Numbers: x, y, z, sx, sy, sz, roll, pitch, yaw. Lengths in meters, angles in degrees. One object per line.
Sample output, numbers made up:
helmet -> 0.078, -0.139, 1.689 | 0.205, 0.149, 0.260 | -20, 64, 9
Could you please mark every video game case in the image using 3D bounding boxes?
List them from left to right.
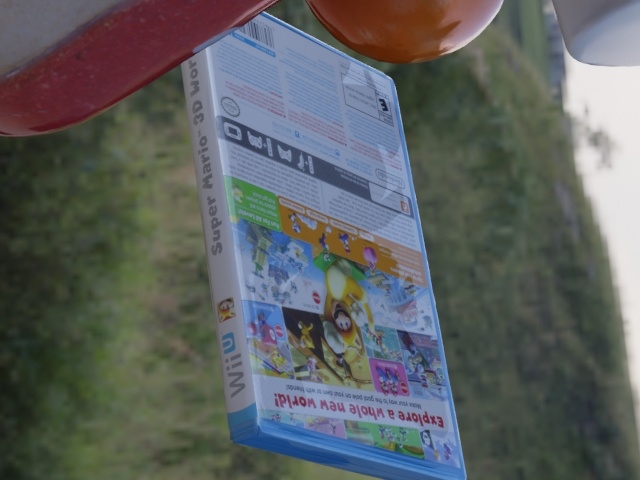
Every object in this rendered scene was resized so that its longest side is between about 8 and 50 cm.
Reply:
video game case -> 0.000, 0.000, 0.672 | 0.119, 0.015, 0.166 | 22, 52, -49

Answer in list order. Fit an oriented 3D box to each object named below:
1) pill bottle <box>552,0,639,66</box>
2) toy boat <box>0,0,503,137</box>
pill bottle -> 0.120, -0.229, 0.751 | 0.169, 0.169, 0.301 | 104, -26, -78
toy boat -> 0.000, -0.102, 0.485 | 0.151, 0.231, 0.151 | 42, 26, -43
